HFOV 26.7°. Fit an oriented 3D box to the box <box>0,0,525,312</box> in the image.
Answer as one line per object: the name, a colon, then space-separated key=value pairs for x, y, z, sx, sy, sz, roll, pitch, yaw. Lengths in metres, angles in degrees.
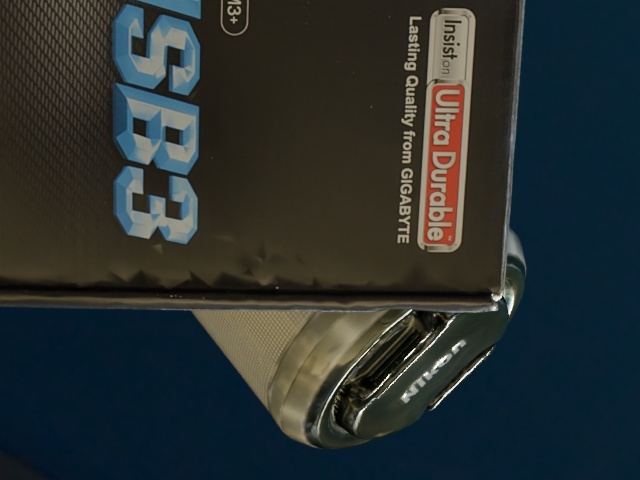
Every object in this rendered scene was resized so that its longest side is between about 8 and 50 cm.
box: x=-0.076 y=-0.125 z=0.454 sx=0.293 sy=0.073 sz=0.295 roll=2 pitch=-76 yaw=-4

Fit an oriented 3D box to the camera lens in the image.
camera lens: x=0.000 y=0.000 z=1.010 sx=0.274 sy=0.219 sz=0.219 roll=49 pitch=-42 yaw=25
